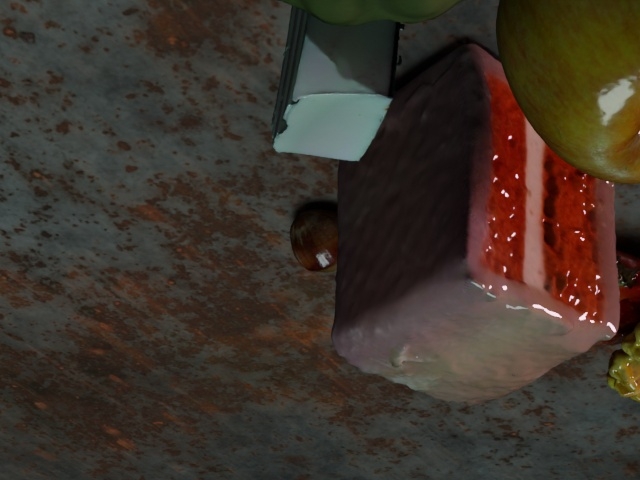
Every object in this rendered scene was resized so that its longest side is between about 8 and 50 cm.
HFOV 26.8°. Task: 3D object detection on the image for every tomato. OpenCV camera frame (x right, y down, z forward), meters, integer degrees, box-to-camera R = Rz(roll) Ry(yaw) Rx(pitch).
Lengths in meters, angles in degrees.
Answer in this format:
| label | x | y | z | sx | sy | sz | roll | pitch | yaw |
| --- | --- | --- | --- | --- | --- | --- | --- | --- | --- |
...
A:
| label | x | y | z | sx | sy | sz | roll | pitch | yaw |
| --- | --- | --- | --- | --- | --- | --- | --- | --- | --- |
| tomato | 0.337 | 0.057 | 1.647 | 0.159 | 0.091 | 0.139 | 3 | 141 | -6 |

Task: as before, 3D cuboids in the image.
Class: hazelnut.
| label | x | y | z | sx | sy | sz | roll | pitch | yaw |
| --- | --- | --- | --- | --- | --- | --- | --- | --- | --- |
| hazelnut | 0.000 | 0.000 | 1.639 | 0.086 | 0.086 | 0.086 | 4 | 145 | 3 |

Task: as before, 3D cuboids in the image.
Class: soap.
| label | x | y | z | sx | sy | sz | roll | pitch | yaw |
| --- | --- | --- | --- | --- | --- | --- | --- | --- | --- |
| soap | 0.017 | -0.174 | 1.245 | 0.091 | 0.230 | 0.145 | 13 | 145 | -9 |

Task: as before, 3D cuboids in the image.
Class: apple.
| label | x | y | z | sx | sy | sz | roll | pitch | yaw |
| --- | --- | --- | --- | --- | --- | --- | --- | --- | --- |
| apple | 0.287 | -0.174 | 1.194 | 0.265 | 0.264 | 0.264 | 4 | 145 | 3 |

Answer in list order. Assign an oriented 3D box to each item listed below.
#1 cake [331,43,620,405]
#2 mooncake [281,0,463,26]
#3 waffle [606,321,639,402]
| label | x | y | z | sx | sy | sz | roll | pitch | yaw |
| --- | --- | --- | --- | --- | --- | --- | --- | --- | --- |
| cake | 0.157 | -0.004 | 1.412 | 0.237 | 0.308 | 0.230 | 23 | 144 | -27 |
| mooncake | 0.025 | -0.325 | 1.034 | 0.351 | 0.187 | 0.351 | 7 | 139 | 7 |
| waffle | 0.471 | 0.105 | 1.639 | 0.253 | 0.056 | 0.249 | -1 | 137 | -43 |
